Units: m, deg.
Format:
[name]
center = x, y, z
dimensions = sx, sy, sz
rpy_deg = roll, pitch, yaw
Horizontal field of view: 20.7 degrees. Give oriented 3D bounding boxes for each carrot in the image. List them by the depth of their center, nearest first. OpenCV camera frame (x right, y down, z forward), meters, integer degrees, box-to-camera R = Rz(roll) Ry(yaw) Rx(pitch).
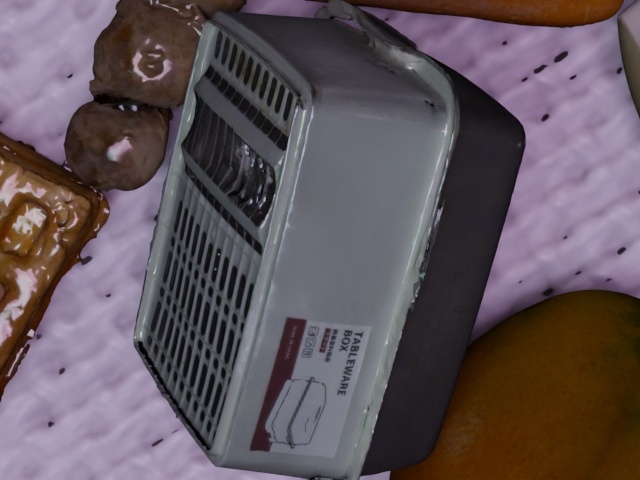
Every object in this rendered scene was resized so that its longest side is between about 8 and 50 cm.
[carrot]
center = 0.100, -0.180, 1.174
dimensions = 0.225, 0.067, 0.067
rpy_deg = 6, 102, 1

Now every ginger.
[ginger]
center = -0.112, -0.128, 1.173
dimensions = 0.104, 0.080, 0.204
rpy_deg = 14, 101, -25

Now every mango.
[mango]
center = 0.141, 0.144, 1.187
dimensions = 0.175, 0.139, 0.254
rpy_deg = 12, 58, 27

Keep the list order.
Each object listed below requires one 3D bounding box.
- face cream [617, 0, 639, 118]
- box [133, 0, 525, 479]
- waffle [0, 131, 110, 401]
[face cream]
center = 0.354, -0.174, 1.169
dimensions = 0.348, 0.081, 0.173
rpy_deg = -39, 105, 7
[box]
center = 0.000, 0.000, 1.125
dimensions = 0.166, 0.220, 0.290
rpy_deg = 5, 111, -27
[waffle]
center = -0.316, 0.052, 1.205
dimensions = 0.224, 0.098, 0.328
rpy_deg = 31, 101, -9
